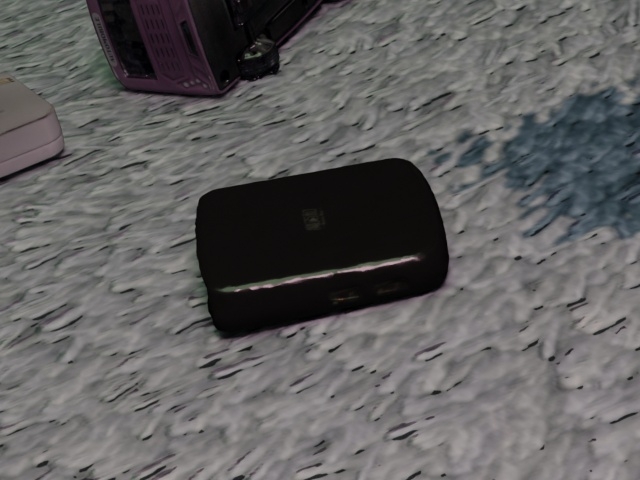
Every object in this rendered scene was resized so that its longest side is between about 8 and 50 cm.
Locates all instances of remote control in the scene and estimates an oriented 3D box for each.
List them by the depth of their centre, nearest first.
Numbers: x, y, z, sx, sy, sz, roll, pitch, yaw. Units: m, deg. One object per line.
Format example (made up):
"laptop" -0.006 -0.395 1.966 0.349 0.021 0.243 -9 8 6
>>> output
"remote control" -0.281 -0.035 1.152 0.250 0.034 0.103 -25 30 -21

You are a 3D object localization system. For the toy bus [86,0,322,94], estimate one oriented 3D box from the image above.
"toy bus" -0.059 -0.176 1.258 0.108 0.096 0.199 1 34 33

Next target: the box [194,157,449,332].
"box" 0.000 0.000 0.987 0.125 0.027 0.126 -10 27 -1
